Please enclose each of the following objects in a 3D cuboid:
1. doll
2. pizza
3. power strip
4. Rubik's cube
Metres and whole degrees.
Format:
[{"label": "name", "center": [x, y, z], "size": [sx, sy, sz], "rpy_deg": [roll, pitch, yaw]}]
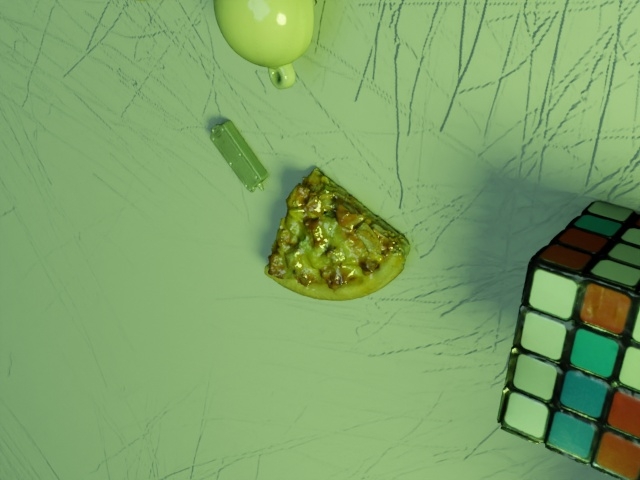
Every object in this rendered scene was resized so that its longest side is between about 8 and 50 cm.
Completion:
[{"label": "doll", "center": [-0.056, -0.276, 0.794], "size": [0.141, 0.117, 0.297], "rpy_deg": [18, 132, 48]}, {"label": "pizza", "center": [0.000, 0.001, 0.912], "size": [0.175, 0.046, 0.134], "rpy_deg": [-20, 98, 39]}, {"label": "power strip", "center": [-0.082, -0.084, 0.950], "size": [0.027, 0.017, 0.083], "rpy_deg": [-38, 86, 40]}, {"label": "Rubik's cube", "center": [0.243, 0.078, 0.710], "size": [0.155, 0.151, 0.154], "rpy_deg": [20, 119, 26]}]
